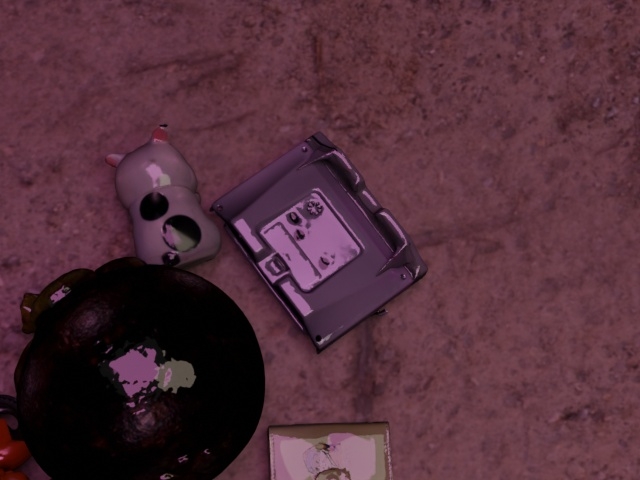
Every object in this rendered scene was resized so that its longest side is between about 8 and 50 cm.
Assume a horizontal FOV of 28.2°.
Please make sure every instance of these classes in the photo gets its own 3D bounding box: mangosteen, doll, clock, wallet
[{"bbox_3d":[-0.207,0.153,1.490,0.297,0.297,0.313,2,39,-6],"label":"mangosteen"},{"bbox_3d":[-0.199,-0.040,1.631,0.110,0.107,0.180,-23,71,9],"label":"doll"},{"bbox_3d":[0.000,0.000,1.652,0.186,0.083,0.253,-36,81,-14],"label":"clock"},{"bbox_3d":[0.013,0.284,1.595,0.155,0.039,0.110,-1,71,-7],"label":"wallet"}]

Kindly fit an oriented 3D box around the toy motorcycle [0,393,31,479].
[{"bbox_3d":[-0.477,0.312,1.485,0.326,0.147,0.221,-19,55,-13],"label":"toy motorcycle"}]

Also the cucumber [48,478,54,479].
[{"bbox_3d":[-0.244,0.341,1.531,0.193,0.086,0.115,9,75,3],"label":"cucumber"}]
